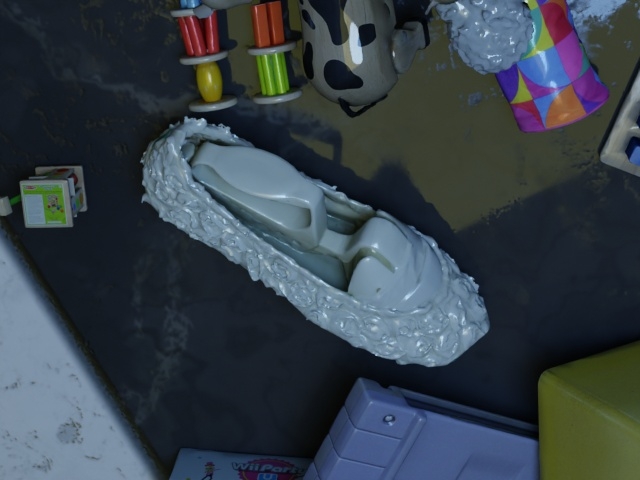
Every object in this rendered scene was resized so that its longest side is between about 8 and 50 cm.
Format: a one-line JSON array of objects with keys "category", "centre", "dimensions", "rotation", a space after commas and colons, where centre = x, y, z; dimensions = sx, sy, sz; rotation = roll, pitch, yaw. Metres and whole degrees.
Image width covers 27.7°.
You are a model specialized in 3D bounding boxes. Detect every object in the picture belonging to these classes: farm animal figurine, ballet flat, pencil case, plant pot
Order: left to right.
[{"category": "farm animal figurine", "centre": [-0.008, -0.260, 1.182], "dimensions": [0.330, 0.172, 0.327], "rotation": [-15, 108, 33]}, {"category": "ballet flat", "centre": [0.000, 0.000, 1.324], "dimensions": [0.409, 0.147, 0.147], "rotation": [27, 110, -3]}, {"category": "pencil case", "centre": [0.198, -0.223, 1.264], "dimensions": [0.104, 0.104, 0.236], "rotation": [-21, 106, 13]}, {"category": "plant pot", "centre": [0.363, 0.233, 1.308], "dimensions": [0.212, 0.187, 0.212], "rotation": [-14, 111, -27]}]

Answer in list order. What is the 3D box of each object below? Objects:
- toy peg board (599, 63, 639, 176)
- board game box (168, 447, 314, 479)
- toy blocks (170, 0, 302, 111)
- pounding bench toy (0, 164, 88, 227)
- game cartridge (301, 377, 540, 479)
[{"category": "toy peg board", "centre": [0.386, -0.116, 1.289], "dimensions": [0.160, 0.079, 0.161], "rotation": [21, 109, -1]}, {"category": "board game box", "centre": [-0.062, 0.401, 1.507], "dimensions": [0.224, 0.097, 0.303], "rotation": [3, 108, 5]}, {"category": "toy blocks", "centre": [-0.088, -0.212, 1.321], "dimensions": [0.123, 0.054, 0.148], "rotation": [-6, 108, 9]}, {"category": "pounding bench toy", "centre": [-0.300, -0.049, 1.394], "dimensions": [0.083, 0.065, 0.052], "rotation": [-1, 110, 7]}, {"category": "game cartridge", "centre": [0.147, 0.289, 1.396], "dimensions": [0.355, 0.068, 0.230], "rotation": [17, 108, -25]}]
